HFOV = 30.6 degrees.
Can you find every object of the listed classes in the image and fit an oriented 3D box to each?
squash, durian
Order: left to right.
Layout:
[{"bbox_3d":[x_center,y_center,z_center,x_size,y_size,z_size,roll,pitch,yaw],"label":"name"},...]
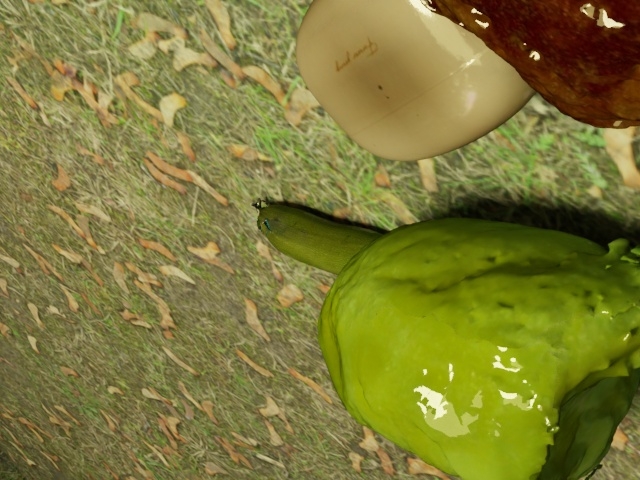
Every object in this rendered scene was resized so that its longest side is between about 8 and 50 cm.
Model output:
[{"bbox_3d":[0.000,0.000,1.082,0.183,0.052,0.052,21,146,39],"label":"squash"},{"bbox_3d":[0.119,0.093,0.899,0.340,0.204,0.256,14,153,38],"label":"durian"}]

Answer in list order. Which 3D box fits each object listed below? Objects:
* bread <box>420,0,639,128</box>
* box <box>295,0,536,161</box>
[{"bbox_3d":[0.138,-0.161,0.581,0.247,0.135,0.232,29,150,24],"label":"bread"},{"bbox_3d":[0.065,-0.127,0.774,0.146,0.088,0.200,49,152,-10],"label":"box"}]
